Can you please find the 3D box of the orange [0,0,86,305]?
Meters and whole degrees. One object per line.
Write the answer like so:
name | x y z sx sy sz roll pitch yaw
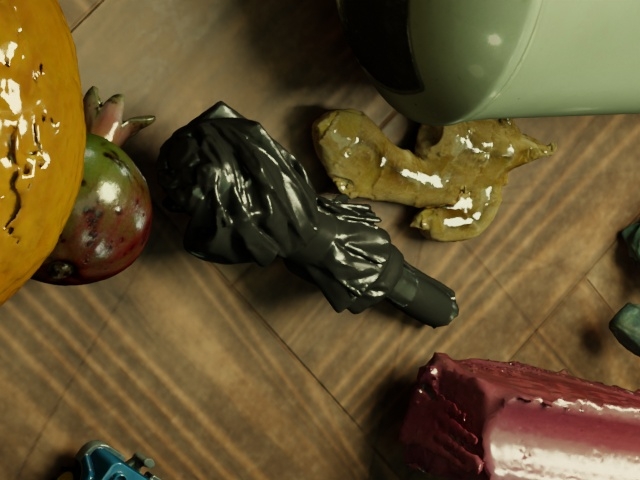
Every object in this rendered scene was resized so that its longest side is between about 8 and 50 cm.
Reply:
orange | -0.328 -0.081 1.336 0.341 0.293 0.340 0 91 -11

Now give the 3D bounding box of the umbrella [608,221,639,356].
umbrella | 0.389 -0.027 1.804 0.349 0.143 0.094 -48 147 -12

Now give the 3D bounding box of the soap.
soap | 0.210 0.175 1.704 0.289 0.182 0.112 12 93 -11

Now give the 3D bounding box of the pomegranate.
pomegranate | -0.185 -0.034 1.520 0.129 0.129 0.159 61 29 -20

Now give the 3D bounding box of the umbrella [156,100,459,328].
umbrella | 0.000 0.000 1.608 0.340 0.118 0.118 30 83 -44

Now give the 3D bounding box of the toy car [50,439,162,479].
toy car | -0.183 0.257 1.562 0.097 0.100 0.191 38 84 -30

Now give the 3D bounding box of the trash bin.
trash bin | 0.219 -0.231 1.604 0.432 0.280 0.280 -1 98 -30

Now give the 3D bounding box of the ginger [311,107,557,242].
ginger | 0.089 -0.077 1.679 0.214 0.059 0.133 27 93 -26
